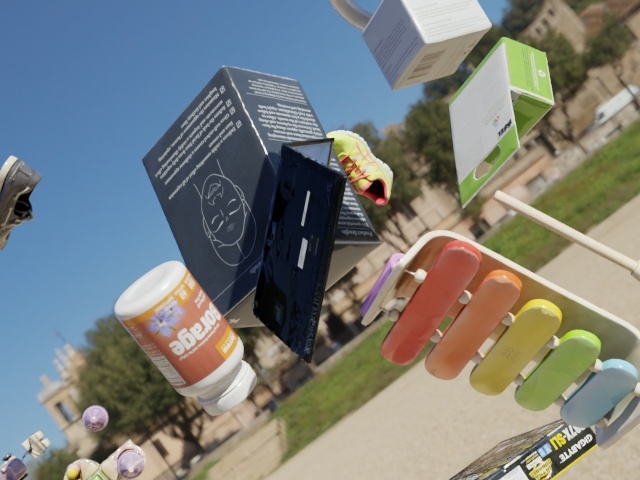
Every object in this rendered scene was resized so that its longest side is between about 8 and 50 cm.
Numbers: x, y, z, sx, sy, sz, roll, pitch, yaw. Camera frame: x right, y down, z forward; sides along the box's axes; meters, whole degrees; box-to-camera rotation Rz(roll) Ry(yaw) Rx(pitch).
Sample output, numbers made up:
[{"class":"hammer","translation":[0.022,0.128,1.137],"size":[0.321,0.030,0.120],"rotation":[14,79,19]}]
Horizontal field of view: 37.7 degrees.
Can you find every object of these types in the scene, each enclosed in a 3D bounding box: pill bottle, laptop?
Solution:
[{"class":"pill bottle","translation":[-0.189,0.146,1.361],"size":[0.121,0.216,0.121],"rotation":[-31,20,12]},{"class":"laptop","translation":[0.000,0.000,1.220],"size":[0.136,0.234,0.264],"rotation":[2,16,-29]}]

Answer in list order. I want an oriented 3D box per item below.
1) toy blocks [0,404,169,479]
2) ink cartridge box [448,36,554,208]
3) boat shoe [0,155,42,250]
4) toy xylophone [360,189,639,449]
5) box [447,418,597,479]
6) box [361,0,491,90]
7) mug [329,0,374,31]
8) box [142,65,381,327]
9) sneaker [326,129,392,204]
[{"class":"toy blocks","translation":[-0.472,0.499,1.860],"size":[0.288,0.309,0.260],"rotation":[-40,2,-11]},{"class":"ink cartridge box","translation":[0.318,-0.194,1.643],"size":[0.097,0.255,0.189],"rotation":[14,-37,-20]},{"class":"boat shoe","translation":[-0.507,-0.047,1.546],"size":[0.075,0.064,0.206],"rotation":[-75,11,-50]},{"class":"toy xylophone","translation":[0.210,0.081,0.978],"size":[0.236,0.322,0.081],"rotation":[106,-172,-45]},{"class":"box","translation":[0.364,0.462,1.855],"size":[0.257,0.079,0.322],"rotation":[-29,-10,-28]},{"class":"box","translation":[0.122,-0.246,1.100],"size":[0.101,0.087,0.101],"rotation":[-21,-15,-28]},{"class":"mug","translation":[0.098,-0.452,1.279],"size":[0.276,0.327,0.374],"rotation":[-57,-27,-46]},{"class":"box","translation":[-0.121,-0.077,1.777],"size":[0.212,0.396,0.293],"rotation":[2,-34,-48]},{"class":"sneaker","translation":[0.076,-0.144,1.897],"size":[0.081,0.208,0.094],"rotation":[-37,36,31]}]
